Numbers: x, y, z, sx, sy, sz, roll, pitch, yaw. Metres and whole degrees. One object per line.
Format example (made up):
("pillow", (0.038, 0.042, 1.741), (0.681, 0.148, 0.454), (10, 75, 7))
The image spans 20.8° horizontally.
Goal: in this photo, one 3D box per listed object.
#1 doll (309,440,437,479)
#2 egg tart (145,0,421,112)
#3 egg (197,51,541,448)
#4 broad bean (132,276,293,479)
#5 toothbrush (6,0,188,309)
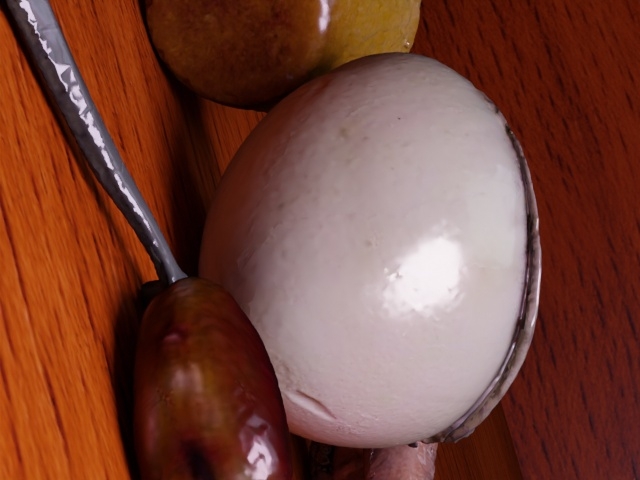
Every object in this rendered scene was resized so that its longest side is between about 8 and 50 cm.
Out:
("doll", (0.019, 0.104, 1.342), (0.156, 0.201, 0.303), (25, 36, -16))
("egg tart", (-0.039, -0.191, 1.347), (0.171, 0.215, 0.215), (-29, 101, -66))
("egg", (0.003, -0.001, 1.178), (0.174, 0.264, 0.286), (10, 57, -40))
("broad bean", (-0.062, 0.092, 0.982), (0.165, 0.084, 0.114), (-101, -178, -57))
("toothbrush", (-0.136, -0.065, 1.005), (0.030, 0.030, 0.297), (-74, 146, -58))
